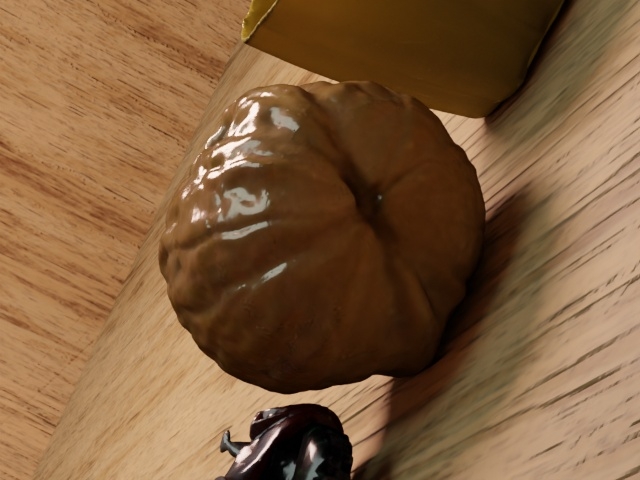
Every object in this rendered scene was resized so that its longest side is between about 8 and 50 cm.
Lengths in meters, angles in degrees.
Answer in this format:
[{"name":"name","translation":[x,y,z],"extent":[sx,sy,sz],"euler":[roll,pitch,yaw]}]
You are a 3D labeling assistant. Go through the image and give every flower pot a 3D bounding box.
[{"name":"flower pot","translation":[0.067,-0.182,1.299],"extent":[0.195,0.179,0.195],"euler":[-60,11,20]}]

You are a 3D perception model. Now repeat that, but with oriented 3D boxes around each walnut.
[{"name":"walnut","translation":[0.000,0.000,1.161],"extent":[0.213,0.213,0.213],"euler":[-59,10,18]}]

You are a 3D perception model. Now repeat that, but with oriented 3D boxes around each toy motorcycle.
[{"name":"toy motorcycle","translation":[-0.043,0.180,1.172],"extent":[0.213,0.082,0.122],"euler":[-56,13,26]}]
